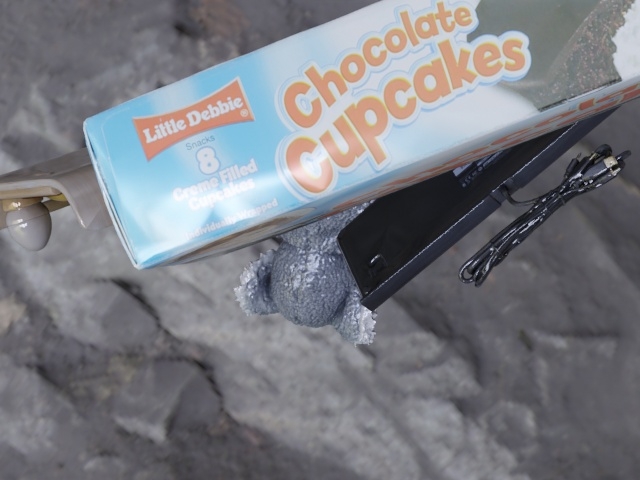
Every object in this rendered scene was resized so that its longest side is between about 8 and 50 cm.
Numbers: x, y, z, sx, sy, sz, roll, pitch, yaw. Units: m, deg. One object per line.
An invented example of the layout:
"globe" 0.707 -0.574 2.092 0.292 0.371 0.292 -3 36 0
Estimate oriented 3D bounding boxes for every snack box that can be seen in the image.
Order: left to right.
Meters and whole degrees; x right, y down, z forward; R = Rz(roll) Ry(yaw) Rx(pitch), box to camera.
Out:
"snack box" 0.082 -0.072 0.577 0.322 0.187 0.060 -21 89 3

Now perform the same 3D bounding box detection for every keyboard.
"keyboard" 0.155 -0.049 1.291 0.033 0.317 0.201 42 14 -31

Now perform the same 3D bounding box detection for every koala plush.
"koala plush" 0.000 0.000 1.704 0.196 0.221 0.203 17 10 12

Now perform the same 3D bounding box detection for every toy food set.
"toy food set" -0.230 -0.050 1.606 0.220 0.306 0.092 -22 103 -34
